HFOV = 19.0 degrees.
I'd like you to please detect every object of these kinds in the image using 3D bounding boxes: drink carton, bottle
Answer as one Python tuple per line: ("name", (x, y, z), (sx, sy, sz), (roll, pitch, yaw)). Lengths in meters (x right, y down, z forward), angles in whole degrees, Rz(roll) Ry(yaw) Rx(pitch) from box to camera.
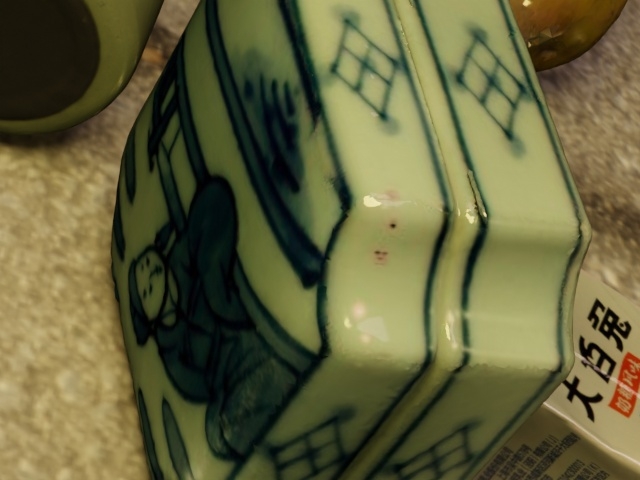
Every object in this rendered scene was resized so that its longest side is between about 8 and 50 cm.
("drink carton", (0.209, 0.138, 1.160), (0.315, 0.106, 0.130), (34, 42, -1))
("bottle", (-0.157, -0.224, 1.212), (0.168, 0.168, 0.347), (27, 40, -9))

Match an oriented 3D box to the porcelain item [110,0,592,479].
("porcelain item", (0.000, 0.000, 1.022), (0.157, 0.286, 0.281), (7, 52, -26))

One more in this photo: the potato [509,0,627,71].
("potato", (0.134, -0.241, 1.372), (0.229, 0.229, 0.266), (13, 43, -22))
